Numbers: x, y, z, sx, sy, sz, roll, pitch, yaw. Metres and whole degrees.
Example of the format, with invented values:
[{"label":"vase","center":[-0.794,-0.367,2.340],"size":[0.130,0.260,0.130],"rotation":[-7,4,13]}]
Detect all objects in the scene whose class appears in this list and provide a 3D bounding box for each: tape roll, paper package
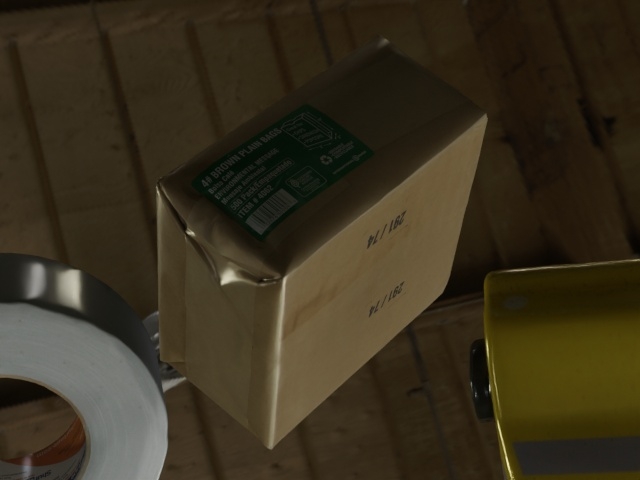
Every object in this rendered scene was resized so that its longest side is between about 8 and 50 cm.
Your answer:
[{"label":"tape roll","center":[-0.213,0.121,0.752],"size":[0.219,0.072,0.219],"rotation":[-6,-63,-11]},{"label":"paper package","center":[0.000,0.000,1.172],"size":[0.168,0.309,0.325],"rotation":[36,-126,24]}]

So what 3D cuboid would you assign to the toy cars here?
[{"label":"toy cars","center":[0.063,0.182,0.495],"size":[0.176,0.394,0.087],"rotation":[31,-151,-3]}]
